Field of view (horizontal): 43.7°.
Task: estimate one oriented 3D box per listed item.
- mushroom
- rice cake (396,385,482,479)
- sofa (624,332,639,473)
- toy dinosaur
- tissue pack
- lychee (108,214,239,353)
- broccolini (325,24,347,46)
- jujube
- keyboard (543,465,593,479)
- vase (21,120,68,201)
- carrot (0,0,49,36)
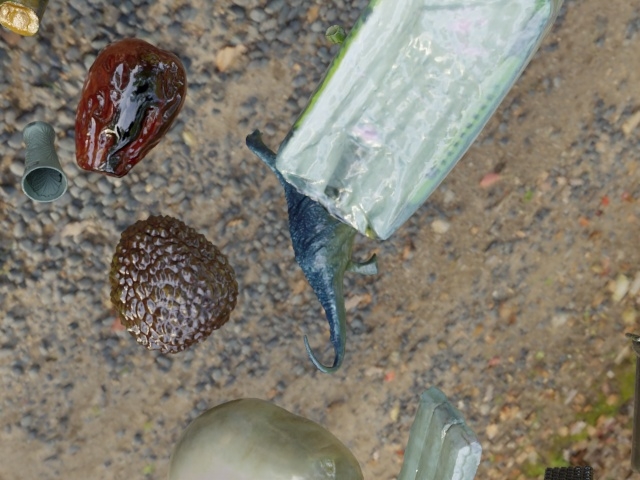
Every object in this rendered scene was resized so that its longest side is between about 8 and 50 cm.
[{"bbox_3d":[-0.061,0.324,0.999,0.254,0.260,0.234,-15,169,16],"label":"mushroom"},{"bbox_3d":[0.130,0.290,0.944,0.038,0.124,0.211,5,114,-23],"label":"rice cake"},{"bbox_3d":[0.444,0.213,0.911,0.182,0.258,0.199,3,89,-5],"label":"sofa"},{"bbox_3d":[0.010,-0.006,1.046,0.147,0.362,0.076,-11,156,-12],"label":"toy dinosaur"},{"bbox_3d":[0.105,-0.154,0.717,0.228,0.128,0.311,-54,177,25],"label":"tissue pack"},{"bbox_3d":[-0.278,0.083,1.489,0.236,0.236,0.271,-35,113,-13],"label":"lychee"},{"bbox_3d":[0.084,-0.306,1.315,0.057,0.071,0.254,-42,161,14],"label":"broccolini"},{"bbox_3d":[-0.316,-0.213,1.313,0.168,0.168,0.236,22,92,-46],"label":"jujube"},{"bbox_3d":[0.289,0.311,0.939,0.204,0.061,0.013,-21,101,-69],"label":"keyboard"},{"bbox_3d":[-0.632,-0.187,1.811,0.096,0.219,0.096,-12,132,-14],"label":"vase"},{"bbox_3d":[-0.493,-0.440,1.357,0.082,0.082,0.173,28,64,-47],"label":"carrot"}]
